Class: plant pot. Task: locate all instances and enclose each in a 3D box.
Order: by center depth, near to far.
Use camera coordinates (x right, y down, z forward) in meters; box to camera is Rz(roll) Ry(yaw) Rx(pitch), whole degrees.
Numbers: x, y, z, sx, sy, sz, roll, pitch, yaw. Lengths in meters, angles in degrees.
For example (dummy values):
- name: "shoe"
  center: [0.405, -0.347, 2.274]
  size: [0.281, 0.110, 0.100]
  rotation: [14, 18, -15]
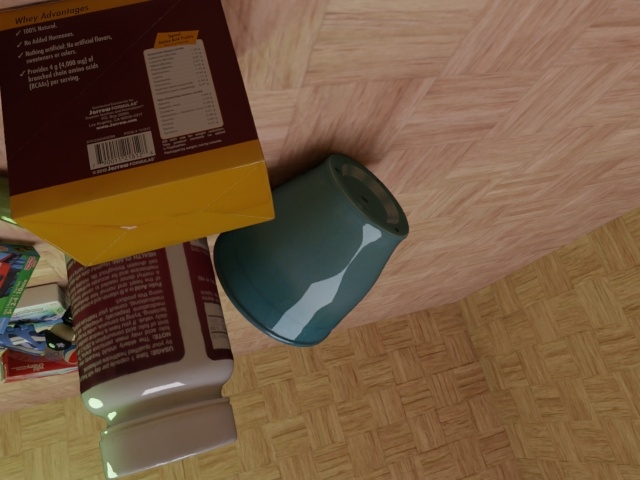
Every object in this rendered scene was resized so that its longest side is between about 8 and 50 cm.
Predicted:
- name: "plant pot"
  center: [-0.384, -0.048, 0.635]
  size: [0.079, 0.083, 0.083]
  rotation: [14, 147, -38]
- name: "plant pot"
  center: [0.000, 0.000, 0.844]
  size: [0.255, 0.271, 0.272]
  rotation: [-44, 151, 27]

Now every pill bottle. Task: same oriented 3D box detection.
- name: "pill bottle"
  center: [-0.263, 0.139, 0.772]
  size: [0.224, 0.392, 0.224]
  rotation: [-15, 162, -5]

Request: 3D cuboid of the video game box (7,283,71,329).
- name: "video game box"
  center: [-0.651, 0.156, 1.055]
  size: [0.205, 0.048, 0.187]
  rotation: [-11, 159, -17]

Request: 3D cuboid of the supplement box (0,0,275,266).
- name: "supplement box"
  center: [-0.160, -0.105, 0.450]
  size: [0.191, 0.194, 0.129]
  rotation: [-14, 162, -6]

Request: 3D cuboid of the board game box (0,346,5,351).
- name: "board game box"
  center: [-0.904, 0.269, 1.188]
  size: [0.136, 0.035, 0.201]
  rotation: [-22, 161, 18]

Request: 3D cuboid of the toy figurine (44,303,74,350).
- name: "toy figurine"
  center: [-0.452, 0.216, 1.070]
  size: [0.209, 0.148, 0.213]
  rotation: [22, 160, 24]

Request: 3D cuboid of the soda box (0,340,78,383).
- name: "soda box"
  center: [-0.798, 0.358, 1.472]
  size: [0.263, 0.083, 0.092]
  rotation: [1, 156, -44]

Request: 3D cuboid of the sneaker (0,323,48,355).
- name: "sneaker"
  center: [-0.643, 0.198, 1.036]
  size: [0.053, 0.059, 0.144]
  rotation: [9, 162, 37]

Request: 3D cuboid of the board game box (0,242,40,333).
- name: "board game box"
  center: [-0.568, 0.071, 0.747]
  size: [0.211, 0.039, 0.160]
  rotation: [15, 109, -57]
